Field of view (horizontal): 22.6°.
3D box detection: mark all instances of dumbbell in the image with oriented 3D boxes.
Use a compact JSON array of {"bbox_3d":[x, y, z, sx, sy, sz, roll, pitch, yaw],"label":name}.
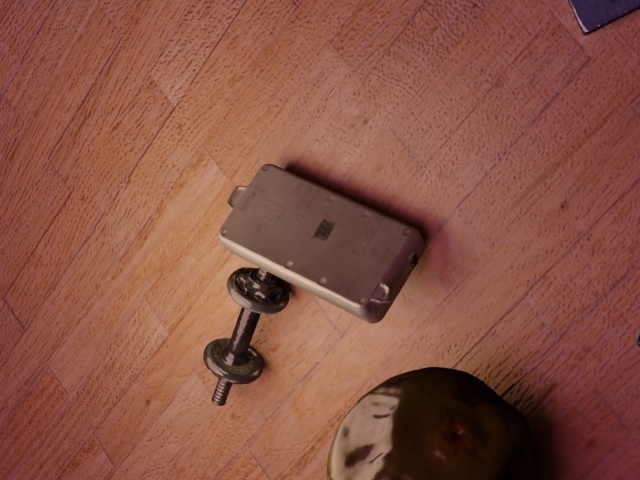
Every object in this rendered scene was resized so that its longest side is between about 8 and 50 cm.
[{"bbox_3d":[-0.093,0.106,1.994,0.081,0.081,0.254,39,125,27],"label":"dumbbell"}]

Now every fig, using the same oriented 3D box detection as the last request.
[{"bbox_3d":[0.118,0.274,1.754,0.239,0.239,0.271,44,148,24],"label":"fig"}]

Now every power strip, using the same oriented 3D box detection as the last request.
[{"bbox_3d":[0.000,0.000,1.866,0.270,0.046,0.118,25,76,35],"label":"power strip"}]

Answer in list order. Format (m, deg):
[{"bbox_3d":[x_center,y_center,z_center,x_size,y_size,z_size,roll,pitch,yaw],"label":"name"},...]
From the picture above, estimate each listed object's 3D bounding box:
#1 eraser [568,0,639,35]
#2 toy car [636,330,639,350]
[{"bbox_3d":[0.318,-0.274,1.548,0.225,0.036,0.082,-24,87,43],"label":"eraser"},{"bbox_3d":[0.413,0.142,1.554,0.224,0.076,0.090,45,126,14],"label":"toy car"}]
